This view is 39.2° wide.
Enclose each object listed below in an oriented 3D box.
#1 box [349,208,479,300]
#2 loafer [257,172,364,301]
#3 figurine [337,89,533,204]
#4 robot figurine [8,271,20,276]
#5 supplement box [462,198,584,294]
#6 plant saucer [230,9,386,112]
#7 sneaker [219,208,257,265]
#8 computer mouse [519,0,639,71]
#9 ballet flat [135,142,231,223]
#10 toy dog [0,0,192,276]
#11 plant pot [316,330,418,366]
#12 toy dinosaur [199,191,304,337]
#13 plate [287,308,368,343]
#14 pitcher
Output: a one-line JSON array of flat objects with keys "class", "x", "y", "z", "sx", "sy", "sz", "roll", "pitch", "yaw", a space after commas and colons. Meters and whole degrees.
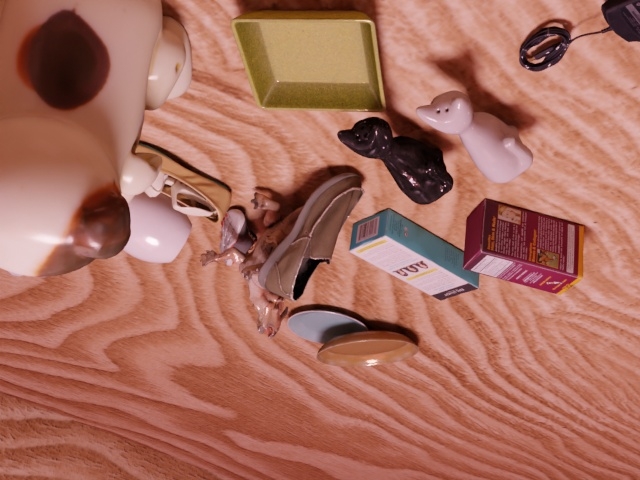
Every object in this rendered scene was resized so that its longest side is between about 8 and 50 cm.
[{"class": "box", "x": 0.177, "y": 0.030, "z": 1.662, "sx": 0.244, "sy": 0.060, "sz": 0.100, "roll": 28, "pitch": 147, "yaw": -31}, {"class": "loafer", "x": 0.000, "y": 0.000, "z": 1.507, "sx": 0.087, "sy": 0.251, "sz": 0.094, "roll": 42, "pitch": -166, "yaw": 29}, {"class": "figurine", "x": 0.164, "y": -0.140, "z": 1.284, "sx": 0.215, "sy": 0.092, "sz": 0.209, "roll": -15, "pitch": 154, "yaw": 36}, {"class": "robot figurine", "x": -0.573, "y": -0.094, "z": 1.481, "sx": 0.300, "sy": 0.200, "sz": 0.353, "roll": -37, "pitch": 133, "yaw": -5}, {"class": "supplement box", "x": 0.346, "y": 0.012, "z": 1.534, "sx": 0.188, "sy": 0.104, "sz": 0.081, "roll": 15, "pitch": 152, "yaw": -10}, {"class": "plant saucer", "x": -0.009, "y": -0.249, "z": 1.218, "sx": 0.188, "sy": 0.045, "sz": 0.188, "roll": 3, "pitch": 151, "yaw": 11}, {"class": "sneaker", "x": -0.151, "y": -0.013, "z": 1.706, "sx": 0.065, "sy": 0.061, "sz": 0.158, "roll": -14, "pitch": 154, "yaw": -22}, {"class": "computer mouse", "x": 0.345, "y": -0.265, "z": 1.104, "sx": 0.242, "sy": 0.041, "sz": 0.071, "roll": -13, "pitch": 137, "yaw": 46}, {"class": "ballet flat", "x": -0.255, "y": -0.096, "z": 1.543, "sx": 0.232, "sy": 0.073, "sz": 0.080, "roll": 24, "pitch": 148, "yaw": -26}, {"class": "toy dog", "x": -0.308, "y": -0.142, "z": 1.120, "sx": 0.284, "sy": 0.408, "sz": 0.395, "roll": 18, "pitch": 151, "yaw": -18}, {"class": "plant pot", "x": 0.107, "y": 0.248, "z": 2.072, "sx": 0.236, "sy": 0.032, "sz": 0.236, "roll": -4, "pitch": 158, "yaw": -1}, {"class": "toy dinosaur", "x": -0.074, "y": 0.024, "z": 1.644, "sx": 0.296, "sy": 0.127, "sz": 0.200, "roll": -51, "pitch": 144, "yaw": 17}, {"class": "plate", "x": 0.018, "y": 0.192, "z": 2.048, "sx": 0.188, "sy": 0.024, "sz": 0.188, "roll": 6, "pitch": 152, "yaw": 3}, {"class": "pitcher", "x": -0.350, "y": -0.044, "z": 1.641, "sx": 0.207, "sy": 0.125, "sz": 0.178, "roll": 31, "pitch": 167, "yaw": -17}]
